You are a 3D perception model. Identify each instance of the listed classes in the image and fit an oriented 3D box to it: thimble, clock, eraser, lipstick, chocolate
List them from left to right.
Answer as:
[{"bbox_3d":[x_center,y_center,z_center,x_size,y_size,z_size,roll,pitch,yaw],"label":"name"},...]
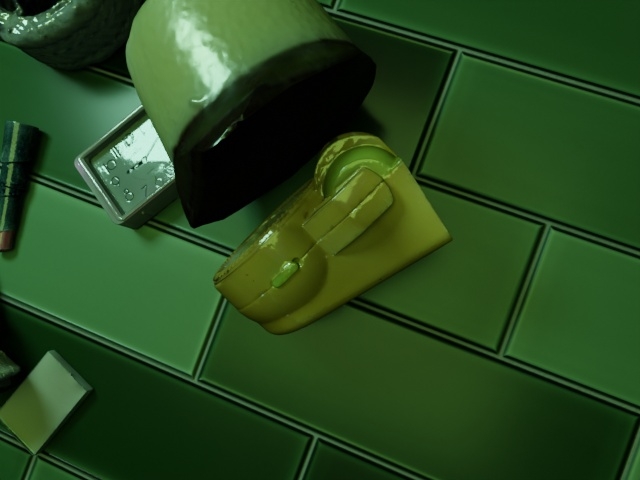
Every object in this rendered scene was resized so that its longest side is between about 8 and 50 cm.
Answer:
[{"bbox_3d":[-0.552,-0.092,0.990,0.053,0.053,0.234,11,89,10],"label":"lipstick"},{"bbox_3d":[-0.477,0.278,0.963,0.104,0.023,0.150,40,92,9],"label":"eraser"},{"bbox_3d":[-0.439,-0.419,0.942,0.245,0.157,0.217,-43,80,4],"label":"thimble"},{"bbox_3d":[-0.294,-0.132,0.945,0.197,0.063,0.150,-37,81,4],"label":"clock"},{"bbox_3d":[-0.129,-0.233,0.797,0.326,0.314,0.297,-40,82,-25],"label":"chocolate"},{"bbox_3d":[0.000,0.000,0.805,0.317,0.244,0.200,-40,96,8],"label":"clock"}]

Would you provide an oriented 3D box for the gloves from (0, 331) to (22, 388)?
[{"bbox_3d":[-0.623,0.137,0.919,0.312,0.210,0.135,43,108,2],"label":"gloves"}]
